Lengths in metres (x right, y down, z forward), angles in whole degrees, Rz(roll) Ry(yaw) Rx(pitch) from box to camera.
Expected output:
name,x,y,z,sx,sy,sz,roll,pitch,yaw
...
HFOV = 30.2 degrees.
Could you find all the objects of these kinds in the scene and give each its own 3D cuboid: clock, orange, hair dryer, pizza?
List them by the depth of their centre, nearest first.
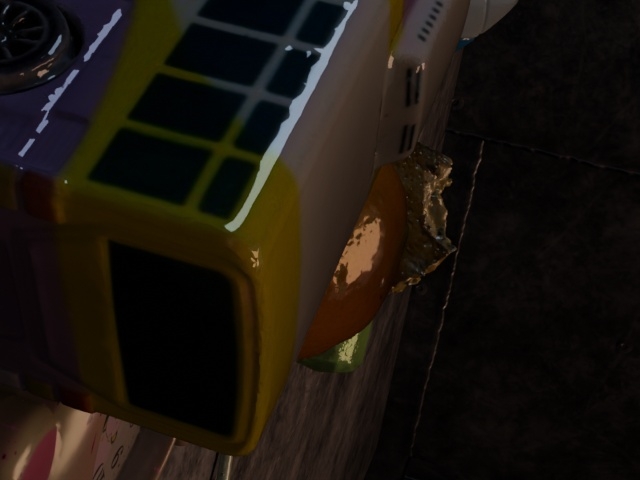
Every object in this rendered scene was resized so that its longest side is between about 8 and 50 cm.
name,x,y,z,sx,sy,sz,roll,pitch,yaw
clock,-0.172,0.118,0.884,0.284,0.114,0.309,97,14,-45
orange,0.009,0.001,1.575,0.334,0.196,0.262,-62,152,-23
hair dryer,-0.131,0.311,1.619,0.063,0.038,0.124,-4,104,-79
pizza,0.104,-0.046,1.733,0.089,0.223,0.323,-1,89,-59

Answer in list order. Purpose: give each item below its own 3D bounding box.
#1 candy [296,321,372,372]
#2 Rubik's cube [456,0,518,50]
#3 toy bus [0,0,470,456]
name,x,y,z,sx,sy,sz,roll,pitch,yaw
candy,0.043,0.041,1.865,0.142,0.132,0.343,27,78,-65
Rubik's cube,0.154,-0.357,1.631,0.254,0.255,0.254,16,90,-80
toy bus,-0.057,-0.107,0.762,0.209,0.249,0.439,95,15,-47
